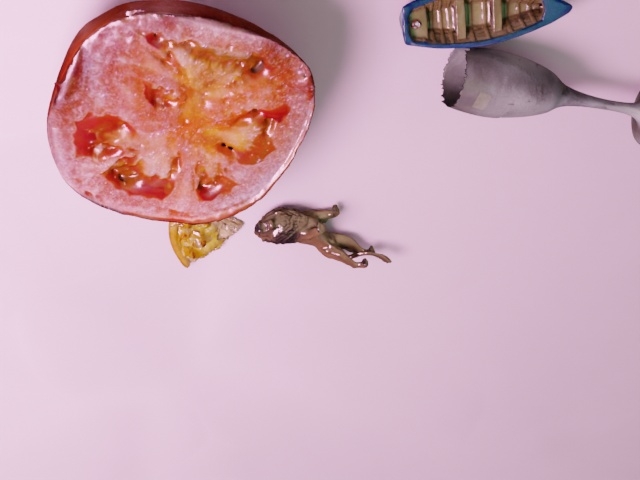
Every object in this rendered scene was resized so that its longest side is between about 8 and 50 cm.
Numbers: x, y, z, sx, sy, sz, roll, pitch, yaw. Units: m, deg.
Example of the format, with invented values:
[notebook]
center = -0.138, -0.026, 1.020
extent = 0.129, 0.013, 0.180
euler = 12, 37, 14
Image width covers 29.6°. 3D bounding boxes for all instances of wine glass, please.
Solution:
[wine glass]
center = 0.336, -0.150, 1.598
extent = 0.309, 0.264, 0.096
euler = 8, 124, -17

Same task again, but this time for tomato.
[tomato]
center = -0.185, -0.180, 1.540
extent = 0.338, 0.144, 0.338
euler = -6, 130, -7

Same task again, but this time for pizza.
[pizza]
center = -0.162, -0.018, 1.727
extent = 0.108, 0.026, 0.123
euler = -10, 125, -8

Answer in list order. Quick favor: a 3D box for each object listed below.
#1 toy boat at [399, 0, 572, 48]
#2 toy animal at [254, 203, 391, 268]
[toy boat]
center = 0.216, -0.299, 1.601
extent = 0.228, 0.046, 0.080
euler = -9, 112, -7
[toy animal]
center = 0.011, -0.008, 1.750
extent = 0.219, 0.069, 0.086
euler = 21, 139, -19
